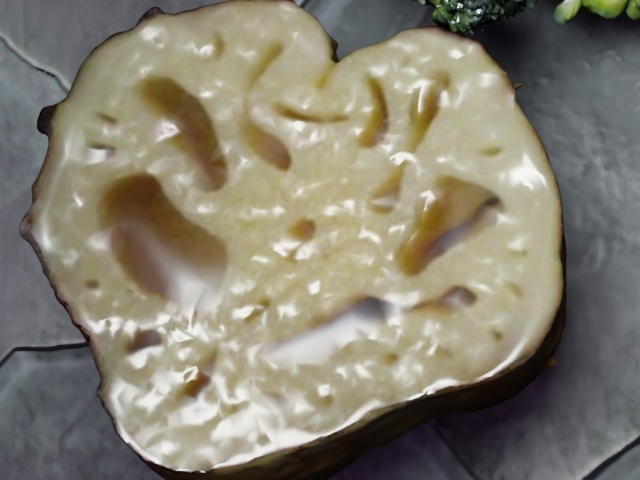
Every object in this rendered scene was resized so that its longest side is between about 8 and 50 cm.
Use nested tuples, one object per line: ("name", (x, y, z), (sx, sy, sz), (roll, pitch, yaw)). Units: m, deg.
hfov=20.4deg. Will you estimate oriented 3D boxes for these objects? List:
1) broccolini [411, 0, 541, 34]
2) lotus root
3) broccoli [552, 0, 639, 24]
("broccolini", (-0.009, -0.248, 1.099), (0.392, 0.078, 0.074), (42, 122, 32))
("lotus root", (0.000, 0.000, 1.070), (0.316, 0.250, 0.316), (-3, 73, 9))
("broccoli", (0.176, -0.304, 1.023), (0.324, 0.272, 0.334), (34, 116, -16))
